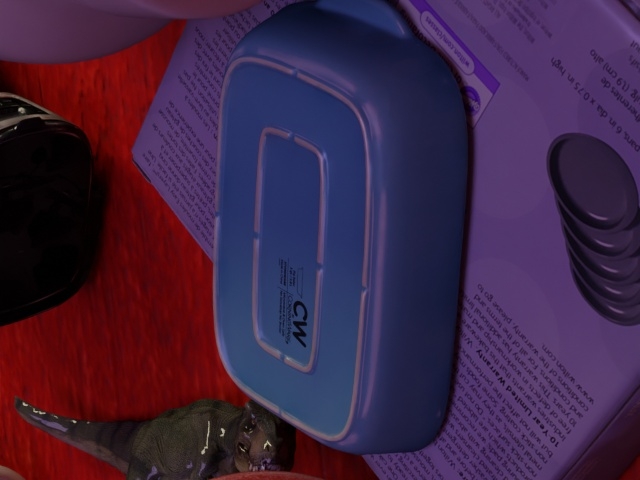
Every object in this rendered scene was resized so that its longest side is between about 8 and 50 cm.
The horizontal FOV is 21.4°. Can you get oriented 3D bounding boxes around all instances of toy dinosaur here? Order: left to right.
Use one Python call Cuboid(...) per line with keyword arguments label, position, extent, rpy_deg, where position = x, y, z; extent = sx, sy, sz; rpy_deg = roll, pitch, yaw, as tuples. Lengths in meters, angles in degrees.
Cuboid(label="toy dinosaur", position=(-0.075, 0.134, 0.859), extent=(0.268, 0.064, 0.118), rpy_deg=(-8, 91, 53))

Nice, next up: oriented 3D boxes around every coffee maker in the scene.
Cuboid(label="coffee maker", position=(-0.204, -0.031, 0.921), extent=(0.178, 0.120, 0.171), rpy_deg=(40, 154, 35))

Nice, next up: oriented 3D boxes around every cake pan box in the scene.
Cuboid(label="cake pan box", position=(0.046, -0.038, 0.646), extent=(0.267, 0.070, 0.245), rpy_deg=(50, 134, 25))

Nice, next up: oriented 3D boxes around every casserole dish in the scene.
Cuboid(label="casserole dish", position=(0.000, 0.000, 0.634), extent=(0.114, 0.037, 0.188), rpy_deg=(27, 124, 42))

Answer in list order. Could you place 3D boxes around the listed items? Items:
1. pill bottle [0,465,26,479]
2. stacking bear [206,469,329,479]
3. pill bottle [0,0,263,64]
Cuboid(label="pill bottle", position=(-0.260, 0.197, 1.050), extent=(0.208, 0.118, 0.117), rpy_deg=(-12, 94, 51))
Cuboid(label="stacking bear", position=(-0.037, 0.233, 0.755), extent=(0.175, 0.164, 0.289), rpy_deg=(18, 147, 3))
Cuboid(label="pill bottle", position=(-0.132, -0.153, 0.640), extent=(0.301, 0.169, 0.169), rpy_deg=(14, 114, 49))
